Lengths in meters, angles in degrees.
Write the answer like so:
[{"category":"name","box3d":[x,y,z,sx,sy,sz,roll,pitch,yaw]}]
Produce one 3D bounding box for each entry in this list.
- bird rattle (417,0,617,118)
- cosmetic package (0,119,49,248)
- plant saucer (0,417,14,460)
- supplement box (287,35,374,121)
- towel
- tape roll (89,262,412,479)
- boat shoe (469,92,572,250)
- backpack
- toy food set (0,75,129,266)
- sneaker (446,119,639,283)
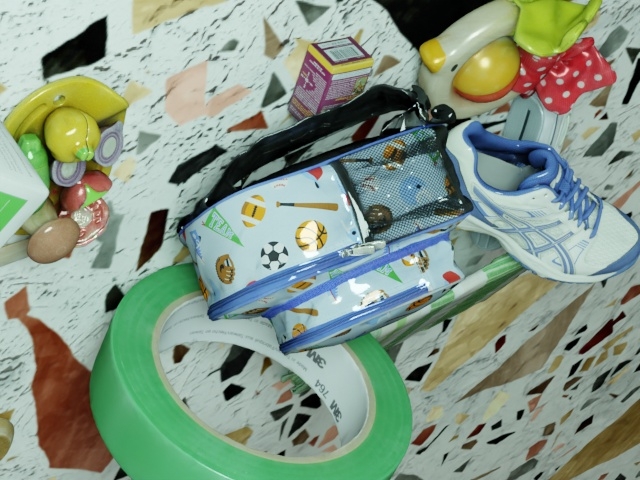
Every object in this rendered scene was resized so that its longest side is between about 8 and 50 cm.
[{"category":"bird rattle","box3d":[0.195,-0.204,1.559,0.207,0.143,0.253,-27,162,-1]},{"category":"cosmetic package","box3d":[-0.393,-0.058,1.007,0.197,0.155,0.365,-46,151,15]},{"category":"plant saucer","box3d":[-0.356,0.221,1.553,0.083,0.015,0.083,-28,148,-20]},{"category":"supplement box","box3d":[0.010,-0.152,1.446,0.055,0.043,0.083,-16,142,-38]},{"category":"towel","box3d":[0.121,0.086,1.809,0.325,0.038,0.248,-25,171,-24]},{"category":"tape roll","box3d":[-0.068,0.156,1.487,0.321,0.321,0.077,-10,139,-42]},{"category":"boat shoe","box3d":[0.248,-0.082,1.768,0.076,0.083,0.226,-14,140,-36]},{"category":"backpack","box3d":[0.000,0.000,1.450,0.263,0.213,0.276,-13,168,-14]},{"category":"toy food set","box3d":[-0.224,-0.040,1.303,0.128,0.071,0.218,-16,142,-36]},{"category":"sneaker","box3d":[0.247,-0.040,1.647,0.296,0.112,0.131,19,151,-18]}]
